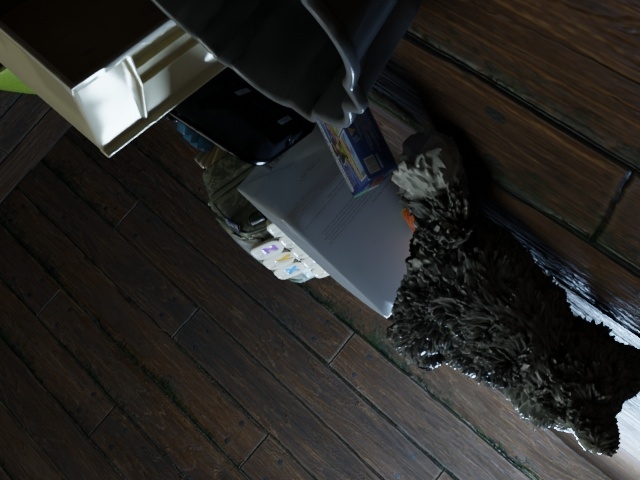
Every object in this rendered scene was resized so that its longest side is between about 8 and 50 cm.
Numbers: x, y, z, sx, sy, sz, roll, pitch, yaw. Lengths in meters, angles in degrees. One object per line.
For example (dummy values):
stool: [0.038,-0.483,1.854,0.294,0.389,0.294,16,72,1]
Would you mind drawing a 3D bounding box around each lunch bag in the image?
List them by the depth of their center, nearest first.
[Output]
lunch bag: [-0.114,-0.057,1.538,0.305,0.212,0.256,47,-168,-54]

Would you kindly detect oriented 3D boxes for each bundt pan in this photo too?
bundt pan: [-0.061,-0.234,0.446,0.331,0.124,0.331,39,175,4]

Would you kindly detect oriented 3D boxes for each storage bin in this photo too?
storage bin: [-0.236,-0.270,0.718,0.262,0.260,0.123,38,158,17]

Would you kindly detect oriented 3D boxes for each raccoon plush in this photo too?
raccoon plush: [0.238,0.095,0.776,0.299,0.216,0.446,28,169,32]

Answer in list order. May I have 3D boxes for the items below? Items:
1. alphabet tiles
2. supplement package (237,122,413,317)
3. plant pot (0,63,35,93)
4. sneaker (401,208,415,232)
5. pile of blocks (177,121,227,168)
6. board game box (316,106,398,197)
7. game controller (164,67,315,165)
alphabet tiles: [0.000,0.000,1.424,0.284,0.278,0.021,48,-157,-54]
supplement package: [0.042,-0.040,1.083,0.293,0.177,0.175,45,173,-36]
plant pot: [-0.535,-0.431,1.242,0.366,0.366,0.353,39,-173,13]
sneaker: [0.191,0.002,1.037,0.175,0.064,0.067,56,165,-29]
pile of blocks: [-0.257,-0.249,1.649,0.112,0.149,0.362,36,173,44]
board game box: [0.013,-0.150,0.699,0.201,0.035,0.136,64,175,1]
game controller: [-0.102,-0.182,0.887,0.166,0.067,0.319,42,-157,-3]
